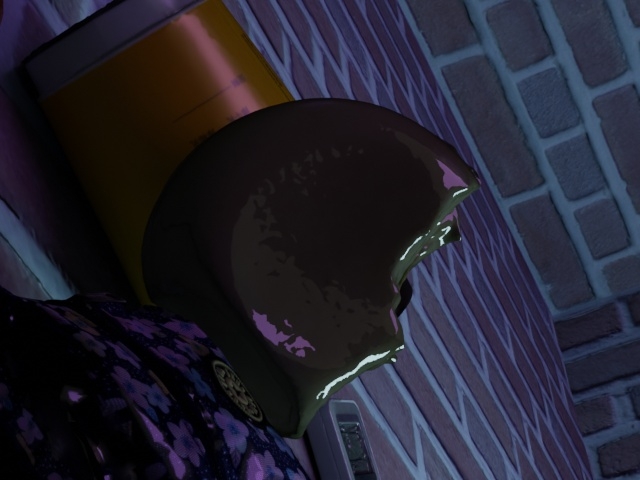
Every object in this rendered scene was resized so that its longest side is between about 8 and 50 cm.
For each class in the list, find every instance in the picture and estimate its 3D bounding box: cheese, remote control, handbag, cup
[{"bbox_3d":[0.000,0.000,0.856,0.175,0.202,0.091,55,-16,-4],"label":"cheese"},{"bbox_3d":[0.043,0.262,1.277,0.103,0.034,0.250,25,46,-71],"label":"remote control"},{"bbox_3d":[-0.100,0.111,0.733,0.228,0.127,0.208,53,9,18],"label":"handbag"},{"bbox_3d":[-0.073,-0.035,0.977,0.279,0.196,0.196,58,16,-10],"label":"cup"}]

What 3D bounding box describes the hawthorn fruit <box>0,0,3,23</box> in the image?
[{"bbox_3d":[-0.207,-0.136,0.827,0.103,0.067,0.066,-76,143,-70],"label":"hawthorn fruit"}]
